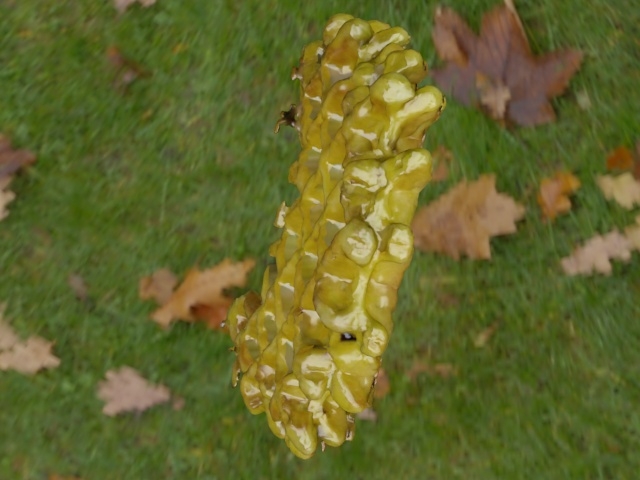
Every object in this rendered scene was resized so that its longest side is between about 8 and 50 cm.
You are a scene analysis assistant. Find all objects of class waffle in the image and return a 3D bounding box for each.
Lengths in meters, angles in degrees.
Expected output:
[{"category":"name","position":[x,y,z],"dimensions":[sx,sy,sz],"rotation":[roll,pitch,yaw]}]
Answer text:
[{"category":"waffle","position":[0.000,0.000,1.168],"dimensions":[0.069,0.260,0.293],"rotation":[10,106,-16]}]
